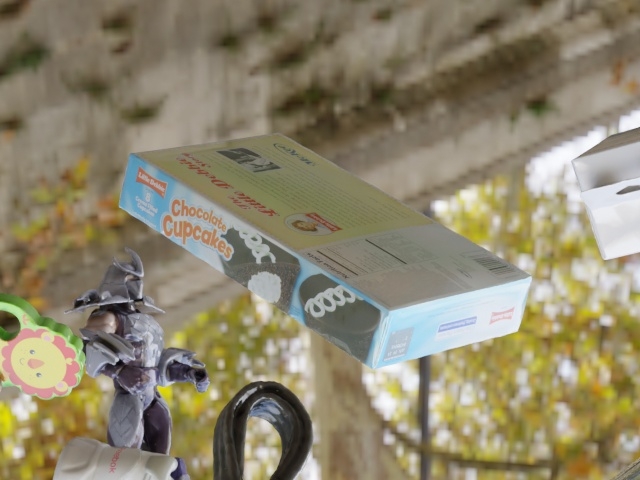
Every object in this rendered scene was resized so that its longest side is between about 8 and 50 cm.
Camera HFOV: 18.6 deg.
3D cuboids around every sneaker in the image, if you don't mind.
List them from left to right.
[{"bbox_3d":[-0.122,0.249,1.496,0.115,0.232,0.090,-1,-138,21],"label":"sneaker"}]

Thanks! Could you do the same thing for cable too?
[{"bbox_3d":[-0.058,0.184,1.215,0.139,0.072,0.287,37,-137,8],"label":"cable"}]

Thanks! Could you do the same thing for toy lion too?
[{"bbox_3d":[-0.241,0.086,1.581,0.096,0.100,0.034,-10,-153,14],"label":"toy lion"}]

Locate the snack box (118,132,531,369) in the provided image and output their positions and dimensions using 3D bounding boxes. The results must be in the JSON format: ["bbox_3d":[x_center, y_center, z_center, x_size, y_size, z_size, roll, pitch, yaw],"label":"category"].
[{"bbox_3d":[0.000,0.000,1.684,0.187,0.060,0.322,-11,-147,-45],"label":"snack box"}]

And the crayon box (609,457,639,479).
[{"bbox_3d":[0.295,0.123,1.122,0.363,0.313,0.106,-31,-96,-25],"label":"crayon box"}]

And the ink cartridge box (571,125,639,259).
[{"bbox_3d":[0.275,-0.046,1.615,0.092,0.090,0.143,-16,-174,28],"label":"ink cartridge box"}]

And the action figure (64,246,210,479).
[{"bbox_3d":[-0.161,0.146,1.758,0.099,0.285,0.185,-9,172,27],"label":"action figure"}]
